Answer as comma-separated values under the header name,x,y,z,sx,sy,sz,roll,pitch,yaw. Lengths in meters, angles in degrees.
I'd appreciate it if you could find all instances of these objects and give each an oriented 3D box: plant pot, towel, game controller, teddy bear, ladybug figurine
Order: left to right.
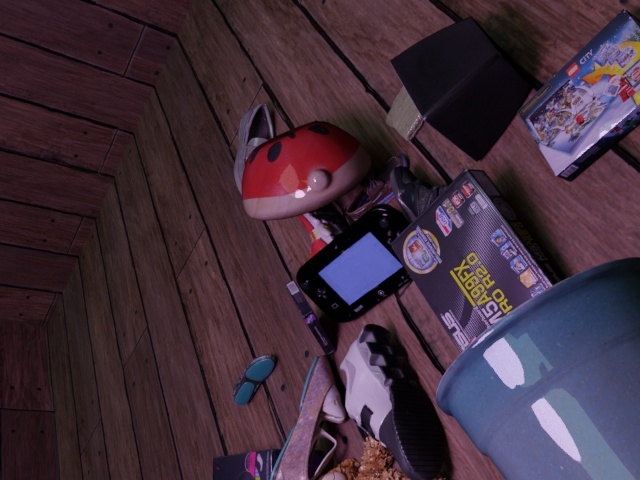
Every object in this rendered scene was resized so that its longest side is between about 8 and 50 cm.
name,x,y,z,sx,sy,sz,roll,pitch,yaw
ladybug figurine,-0.047,-0.165,1.496,0.162,0.305,0.449,65,170,-12
game controller,0.086,0.056,1.408,0.166,0.067,0.319,51,128,2
teddy bear,0.102,0.500,1.263,0.338,0.113,0.245,20,93,55
towel,0.205,-0.300,1.458,0.148,0.027,0.110,-60,39,20
plant pot,0.273,-0.294,1.242,0.167,0.188,0.188,-40,47,23
plant pot,0.369,0.255,0.805,0.341,0.341,0.334,-53,49,30

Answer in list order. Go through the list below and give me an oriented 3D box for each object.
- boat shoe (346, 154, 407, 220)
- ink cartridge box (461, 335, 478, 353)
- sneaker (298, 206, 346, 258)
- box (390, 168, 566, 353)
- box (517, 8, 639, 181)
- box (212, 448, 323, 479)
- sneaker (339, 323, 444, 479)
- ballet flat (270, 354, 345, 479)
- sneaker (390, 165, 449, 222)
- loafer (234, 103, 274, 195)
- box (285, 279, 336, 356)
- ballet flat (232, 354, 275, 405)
name,x,y,z,sx,sy,sz,roll,pitch,yaw
boat shoe,0.123,-0.114,1.474,0.183,0.066,0.066,-58,39,25
ink cartridge box,0.282,0.217,1.070,0.063,0.150,0.109,50,120,45
sneaker,0.000,0.000,1.582,0.279,0.107,0.118,55,128,48
box,0.270,0.045,1.159,0.216,0.060,0.270,-47,61,34
box,0.447,-0.231,1.079,0.233,0.044,0.159,-47,45,36
box,-0.126,0.572,1.529,0.270,0.143,0.165,-29,56,48
sneaker,0.125,0.331,1.279,0.146,0.122,0.331,-53,36,27
ballet flat,-0.006,0.401,1.438,0.106,0.108,0.316,12,60,16
sneaker,0.225,-0.087,1.311,0.130,0.087,0.228,-51,45,29
loafer,-0.183,-0.252,1.914,0.111,0.112,0.320,-44,45,50
box,-0.022,0.178,1.518,0.029,0.162,0.116,-30,43,-5
ballet flat,-0.179,0.351,1.752,0.188,0.070,0.070,-53,41,25
